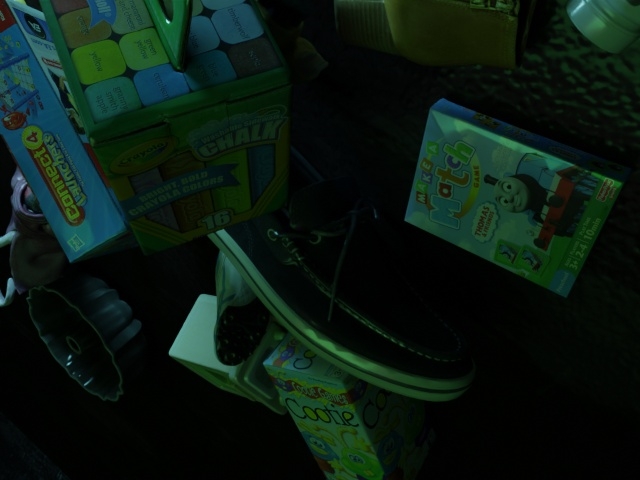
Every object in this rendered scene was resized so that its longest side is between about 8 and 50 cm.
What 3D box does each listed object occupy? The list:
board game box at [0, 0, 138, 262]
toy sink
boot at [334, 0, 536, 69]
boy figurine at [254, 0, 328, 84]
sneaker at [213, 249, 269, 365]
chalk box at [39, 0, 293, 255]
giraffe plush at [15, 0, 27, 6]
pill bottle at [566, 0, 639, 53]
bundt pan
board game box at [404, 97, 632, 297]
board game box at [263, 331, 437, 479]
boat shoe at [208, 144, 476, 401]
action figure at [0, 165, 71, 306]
[{"bbox_3d":[-0.298,-0.139,0.832,0.086,0.308,0.302,-27,91,10],"label":"board game box"},{"bbox_3d":[-0.109,0.195,1.022,0.234,0.131,0.153,6,150,37],"label":"toy sink"},{"bbox_3d":[0.107,-0.305,0.552,0.211,0.104,0.295,13,131,27],"label":"boot"},{"bbox_3d":[-0.044,-0.239,0.644,0.177,0.092,0.285,60,167,10],"label":"boy figurine"},{"bbox_3d":[-0.128,0.080,0.955,0.085,0.237,0.086,17,155,-28],"label":"sneaker"},{"bbox_3d":[-0.139,-0.142,0.582,0.289,0.179,0.180,97,150,-64],"label":"chalk box"},{"bbox_3d":[-0.572,-0.307,1.064,0.210,0.170,0.181,45,138,6],"label":"giraffe plush"},{"bbox_3d":[0.268,-0.220,0.479,0.078,0.078,0.137,46,138,4],"label":"pill bottle"},{"bbox_3d":[-0.535,0.215,1.444,0.331,0.124,0.330,22,130,28],"label":"bundt pan"},{"bbox_3d":[0.207,-0.048,0.684,0.211,0.039,0.160,28,134,24],"label":"board game box"},{"bbox_3d":[0.055,0.243,0.918,0.142,0.144,0.275,4,130,38],"label":"board game box"},{"bbox_3d":[0.000,0.000,0.772,0.500,0.187,0.156,43,118,22],"label":"boat shoe"},{"bbox_3d":[-0.552,-0.060,1.170,0.248,0.276,0.370,57,152,1],"label":"action figure"}]
